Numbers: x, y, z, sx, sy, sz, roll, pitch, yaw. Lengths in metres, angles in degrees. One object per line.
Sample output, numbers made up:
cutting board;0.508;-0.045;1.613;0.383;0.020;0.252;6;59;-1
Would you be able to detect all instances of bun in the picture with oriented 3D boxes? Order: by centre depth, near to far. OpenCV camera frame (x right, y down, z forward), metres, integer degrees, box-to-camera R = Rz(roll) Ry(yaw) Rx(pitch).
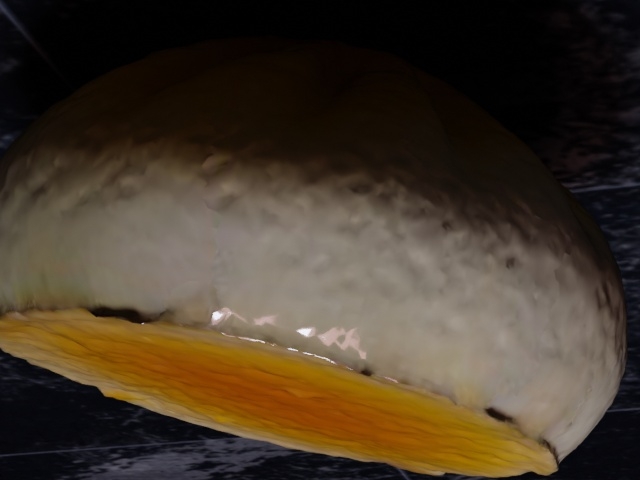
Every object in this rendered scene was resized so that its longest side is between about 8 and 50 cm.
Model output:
bun;0.000;0.000;0.766;0.299;0.165;0.299;14;167;3
